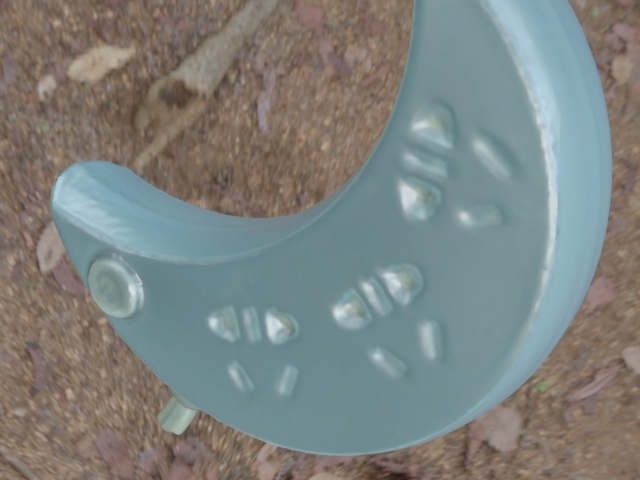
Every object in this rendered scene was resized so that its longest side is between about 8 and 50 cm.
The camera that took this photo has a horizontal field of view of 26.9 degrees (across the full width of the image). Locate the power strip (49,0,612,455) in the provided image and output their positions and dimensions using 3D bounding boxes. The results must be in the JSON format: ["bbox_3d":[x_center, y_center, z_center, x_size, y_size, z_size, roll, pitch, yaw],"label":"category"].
[{"bbox_3d":[0.000,0.000,0.489,0.167,0.253,0.054,57,38,3],"label":"power strip"}]
